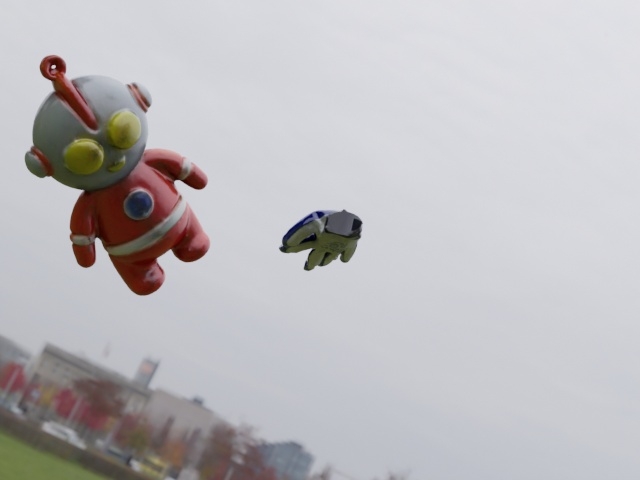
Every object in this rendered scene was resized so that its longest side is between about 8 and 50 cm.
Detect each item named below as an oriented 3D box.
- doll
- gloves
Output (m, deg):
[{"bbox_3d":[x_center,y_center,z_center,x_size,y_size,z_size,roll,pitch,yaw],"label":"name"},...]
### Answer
[{"bbox_3d":[-0.181,-0.062,0.999,0.076,0.142,0.245,36,-24,47],"label":"doll"},{"bbox_3d":[0.000,0.000,0.908,0.064,0.026,0.086,7,-26,-12],"label":"gloves"}]
